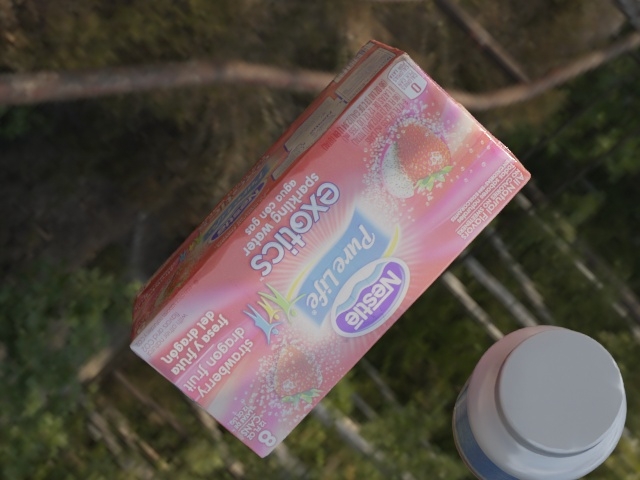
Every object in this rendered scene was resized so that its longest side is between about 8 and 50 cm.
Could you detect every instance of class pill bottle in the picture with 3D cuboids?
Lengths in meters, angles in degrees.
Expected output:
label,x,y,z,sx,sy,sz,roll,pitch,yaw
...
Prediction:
label,x,y,z,sx,sy,sz,roll,pitch,yaw
pill bottle,0.175,0.137,1.019,0.124,0.124,0.221,-46,169,-9

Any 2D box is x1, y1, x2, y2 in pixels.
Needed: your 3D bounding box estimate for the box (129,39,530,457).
label,x,y,z,sx,sy,sz,roll,pitch,yaw
box,0.000,0.000,0.999,0.300,0.142,0.154,-47,-167,4
